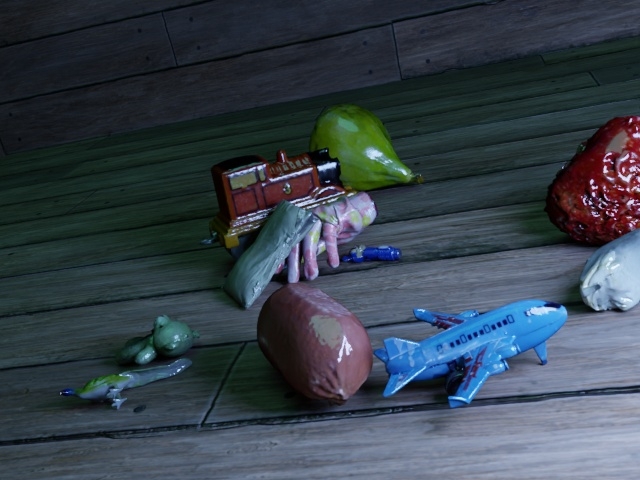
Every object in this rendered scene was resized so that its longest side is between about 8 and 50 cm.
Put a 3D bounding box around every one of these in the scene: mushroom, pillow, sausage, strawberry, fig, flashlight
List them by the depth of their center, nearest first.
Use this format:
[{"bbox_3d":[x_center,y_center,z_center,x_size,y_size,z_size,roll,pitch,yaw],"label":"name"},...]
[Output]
[{"bbox_3d":[-0.012,0.148,1.181,0.148,0.148,0.254,-23,24,-25],"label":"sausage"},{"bbox_3d":[0.500,0.031,1.240,0.278,0.099,0.096,-24,28,-37],"label":"mushroom"},{"bbox_3d":[0.552,-0.097,1.395,0.274,0.274,0.220,-29,63,-37],"label":"strawberry"},{"bbox_3d":[-0.108,0.024,1.550,0.229,0.050,0.148,-53,26,-2],"label":"pillow"},{"bbox_3d":[0.105,0.025,1.582,0.121,0.035,0.057,-2,22,29],"label":"flashlight"},{"bbox_3d":[0.109,-0.244,2.022,0.233,0.233,0.314,-29,20,-36],"label":"fig"}]

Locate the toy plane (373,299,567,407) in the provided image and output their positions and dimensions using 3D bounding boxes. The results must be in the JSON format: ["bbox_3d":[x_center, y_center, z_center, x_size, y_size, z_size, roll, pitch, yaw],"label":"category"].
[{"bbox_3d":[0.210,0.148,1.086,0.271,0.105,0.254,-12,21,1],"label":"toy plane"}]

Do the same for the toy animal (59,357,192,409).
[{"bbox_3d":[-0.313,0.236,1.277,0.217,0.041,0.075,-13,18,-12],"label":"toy animal"}]

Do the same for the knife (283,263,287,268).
[{"bbox_3d":[-0.066,0.051,1.663,0.091,0.005,0.014,-21,23,-18],"label":"knife"}]

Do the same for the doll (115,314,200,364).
[{"bbox_3d":[-0.296,0.178,1.383,0.150,0.077,0.115,-18,7,21],"label":"doll"}]

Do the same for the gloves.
[{"bbox_3d":[-0.003,-0.011,1.594,0.241,0.126,0.145,-25,22,-20],"label":"gloves"}]

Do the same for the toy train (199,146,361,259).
[{"bbox_3d":[-0.096,-0.081,1.704,0.369,0.231,0.163,-18,20,-16],"label":"toy train"}]
